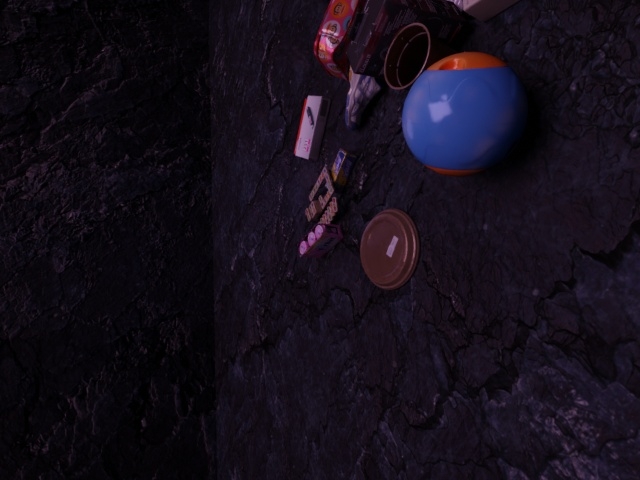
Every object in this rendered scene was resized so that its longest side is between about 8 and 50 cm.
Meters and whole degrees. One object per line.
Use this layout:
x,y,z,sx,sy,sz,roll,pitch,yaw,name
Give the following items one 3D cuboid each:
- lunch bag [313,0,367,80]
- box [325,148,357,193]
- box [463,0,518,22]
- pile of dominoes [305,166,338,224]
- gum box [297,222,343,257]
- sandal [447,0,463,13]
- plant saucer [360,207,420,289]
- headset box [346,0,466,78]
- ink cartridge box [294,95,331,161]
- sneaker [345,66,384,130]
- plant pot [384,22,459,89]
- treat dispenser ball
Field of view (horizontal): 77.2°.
0.108,-0.744,1.453,0.120,0.258,0.293,27,95,23,lunch bag
0.081,-0.273,1.589,0.054,0.059,0.169,52,128,46,box
0.489,-0.670,0.981,0.275,0.094,0.113,-13,77,55,box
-0.002,-0.152,1.649,0.251,0.040,0.196,124,133,-59,pile of dominoes
0.000,0.000,1.635,0.188,0.107,0.062,-44,51,45,gum box
0.327,-0.699,1.262,0.265,0.076,0.102,9,119,37,sandal
0.222,0.027,1.356,0.278,0.041,0.278,-13,75,55,plant saucer
0.226,-0.587,1.157,0.218,0.293,0.110,118,146,-51,headset box
-0.062,-0.520,1.843,0.239,0.060,0.275,31,112,53,ink cartridge box
0.162,-0.533,1.454,0.112,0.130,0.297,-80,-4,-47,sneaker
0.292,-0.477,1.098,0.167,0.165,0.167,-11,77,57,plant pot
0.345,-0.302,0.978,0.288,0.288,0.288,-11,77,56,treat dispenser ball
